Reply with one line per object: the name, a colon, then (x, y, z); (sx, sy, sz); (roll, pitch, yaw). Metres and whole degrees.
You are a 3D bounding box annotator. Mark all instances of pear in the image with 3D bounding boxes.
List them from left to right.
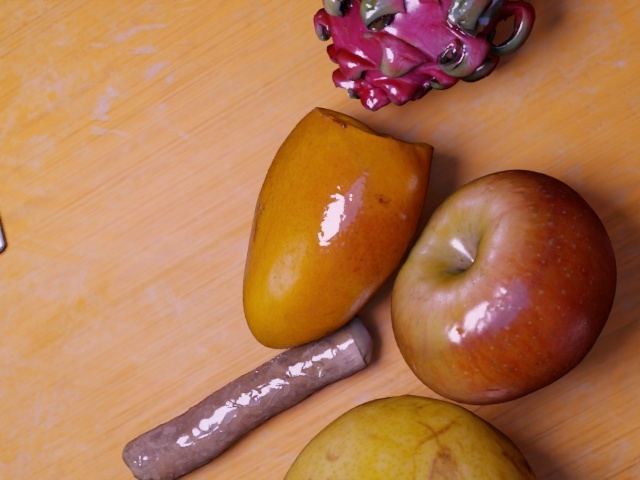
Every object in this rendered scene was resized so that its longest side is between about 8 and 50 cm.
pear: (0.087, 0.284, 0.863); (0.281, 0.281, 0.280); (0, 88, 9)

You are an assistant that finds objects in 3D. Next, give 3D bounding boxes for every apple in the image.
apple: (0.179, 0.051, 0.889); (0.173, 0.210, 0.235); (40, 91, -29)

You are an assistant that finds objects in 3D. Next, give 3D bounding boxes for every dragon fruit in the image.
dragon fruit: (0.126, -0.250, 0.923); (0.273, 0.218, 0.198); (-13, 131, 3)

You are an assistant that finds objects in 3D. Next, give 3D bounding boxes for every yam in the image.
yam: (-0.075, 0.174, 0.993); (0.300, 0.066, 0.066); (-32, 84, 7)

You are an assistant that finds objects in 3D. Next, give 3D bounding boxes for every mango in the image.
mango: (0.000, 0.000, 0.936); (0.187, 0.138, 0.257); (25, 98, 40)

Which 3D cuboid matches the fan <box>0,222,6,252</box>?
fan: (-0.410, -0.117, 1.075); (0.057, 0.023, 0.282); (-8, 88, 10)
